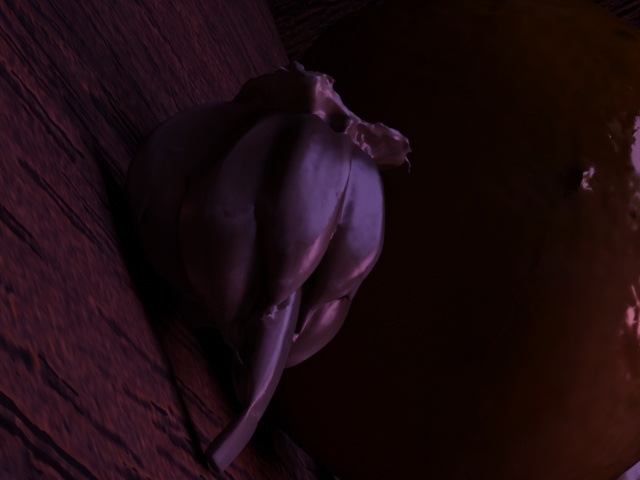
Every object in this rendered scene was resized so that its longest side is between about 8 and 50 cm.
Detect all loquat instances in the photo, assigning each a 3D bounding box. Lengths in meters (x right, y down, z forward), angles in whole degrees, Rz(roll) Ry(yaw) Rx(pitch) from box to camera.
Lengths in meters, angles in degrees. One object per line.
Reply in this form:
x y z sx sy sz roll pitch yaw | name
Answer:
0.092 0.004 1.109 0.328 0.328 0.328 -22 90 -87 | loquat

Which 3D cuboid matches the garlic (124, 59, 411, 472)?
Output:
-0.033 0.022 0.917 0.131 0.127 0.194 33 58 -52 | garlic

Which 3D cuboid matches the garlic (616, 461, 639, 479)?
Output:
0.107 0.232 1.309 0.340 0.231 0.246 21 -22 42 | garlic
